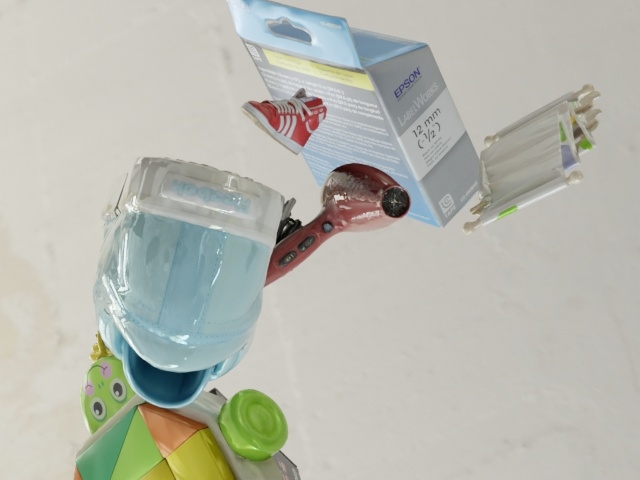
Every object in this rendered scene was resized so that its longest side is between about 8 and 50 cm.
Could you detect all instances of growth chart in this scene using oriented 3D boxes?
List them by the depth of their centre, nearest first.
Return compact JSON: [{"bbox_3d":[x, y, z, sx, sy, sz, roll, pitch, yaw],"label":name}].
[{"bbox_3d":[0.251,-0.102,1.709,0.172,0.021,0.237,-24,-156,24],"label":"growth chart"}]

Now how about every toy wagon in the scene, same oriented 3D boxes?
[{"bbox_3d":[-0.119,0.224,1.185,0.267,0.068,0.344,-42,-110,36],"label":"toy wagon"}]

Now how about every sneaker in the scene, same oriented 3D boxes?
[{"bbox_3d":[-0.108,0.038,1.024,0.366,0.135,0.150,115,-8,-83],"label":"sneaker"},{"bbox_3d":[-0.036,-0.140,1.571,0.067,0.118,0.042,-49,-119,5],"label":"sneaker"}]

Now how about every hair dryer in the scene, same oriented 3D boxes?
[{"bbox_3d":[0.000,0.000,1.674,0.293,0.080,0.223,-30,-157,39],"label":"hair dryer"}]

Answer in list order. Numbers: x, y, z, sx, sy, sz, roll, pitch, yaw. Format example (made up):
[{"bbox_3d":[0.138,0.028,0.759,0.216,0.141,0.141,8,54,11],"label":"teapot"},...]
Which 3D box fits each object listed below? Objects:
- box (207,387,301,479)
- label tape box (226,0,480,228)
[{"bbox_3d":[-0.069,0.289,1.596,0.051,0.175,0.220,-34,-144,10],"label":"box"},{"bbox_3d":[0.045,-0.197,1.895,0.249,0.348,0.115,21,-122,45],"label":"label tape box"}]
